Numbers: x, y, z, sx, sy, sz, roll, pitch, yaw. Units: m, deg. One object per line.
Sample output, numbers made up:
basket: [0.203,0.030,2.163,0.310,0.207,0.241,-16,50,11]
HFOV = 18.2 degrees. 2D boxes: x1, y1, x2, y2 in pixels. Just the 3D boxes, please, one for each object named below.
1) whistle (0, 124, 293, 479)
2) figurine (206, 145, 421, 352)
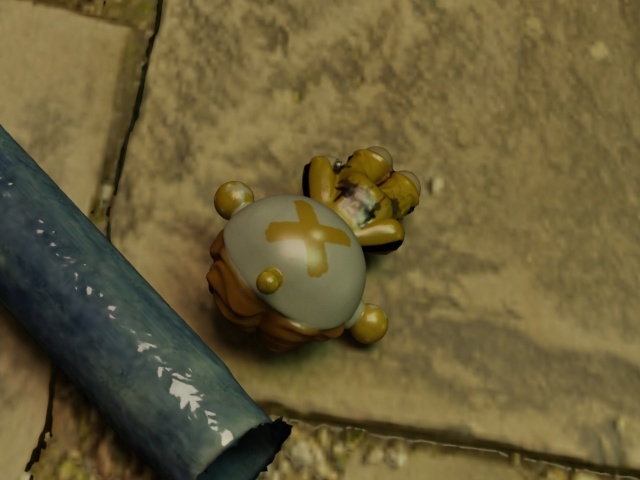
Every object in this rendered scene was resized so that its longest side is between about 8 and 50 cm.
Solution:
whistle: [-0.135,0.003,0.949,0.062,0.062,0.304,-32,64,-30]
figurine: [0.004,0.003,0.978,0.143,0.068,0.101,-12,62,-39]
